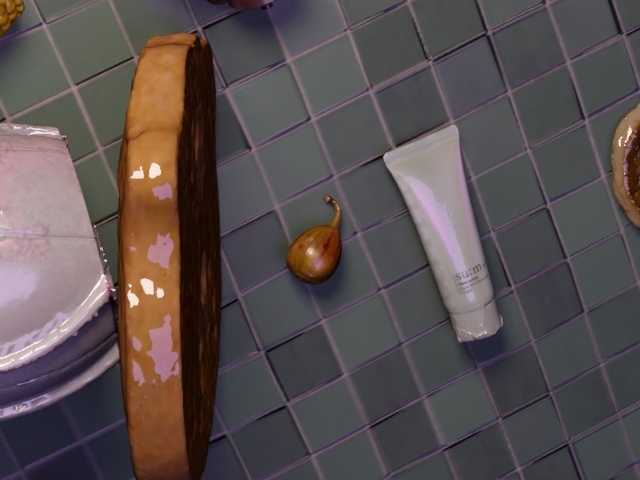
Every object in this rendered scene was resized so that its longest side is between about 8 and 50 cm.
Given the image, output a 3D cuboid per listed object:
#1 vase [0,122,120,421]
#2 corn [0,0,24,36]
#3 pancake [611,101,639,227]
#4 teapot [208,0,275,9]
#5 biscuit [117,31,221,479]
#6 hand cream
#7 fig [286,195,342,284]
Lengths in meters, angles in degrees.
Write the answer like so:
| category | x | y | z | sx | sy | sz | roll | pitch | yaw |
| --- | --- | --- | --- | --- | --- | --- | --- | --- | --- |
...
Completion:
| category | x | y | z | sx | sy | sz | roll | pitch | yaw |
| --- | --- | --- | --- | --- | --- | --- | --- | --- | --- |
| vase | -0.396 | 0.050 | 1.589 | 0.445 | 0.250 | 0.250 | -13 | 111 | -11 |
| corn | -0.365 | -0.152 | 1.602 | 0.260 | 0.091 | 0.091 | -32 | 94 | -11 |
| pancake | 0.354 | -0.078 | 1.920 | 0.158 | 0.028 | 0.158 | -6 | 107 | -19 |
| teapot | -0.056 | -0.222 | 1.704 | 0.100 | 0.068 | 0.045 | -9 | 118 | 21 |
| biscuit | -0.125 | 0.016 | 1.591 | 0.062 | 0.385 | 0.365 | 0 | 106 | 2 |
| hand cream | 0.123 | -0.003 | 1.852 | 0.078 | 0.050 | 0.205 | -23 | 110 | -12 |
| fig | 0.000 | 0.000 | 1.813 | 0.050 | 0.050 | 0.083 | 27 | 78 | -25 |
